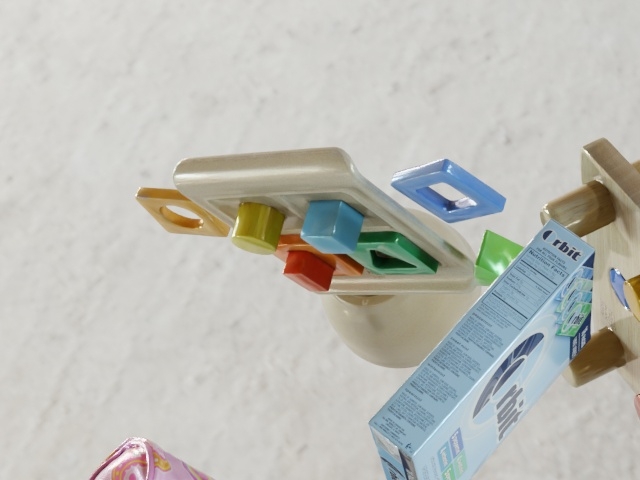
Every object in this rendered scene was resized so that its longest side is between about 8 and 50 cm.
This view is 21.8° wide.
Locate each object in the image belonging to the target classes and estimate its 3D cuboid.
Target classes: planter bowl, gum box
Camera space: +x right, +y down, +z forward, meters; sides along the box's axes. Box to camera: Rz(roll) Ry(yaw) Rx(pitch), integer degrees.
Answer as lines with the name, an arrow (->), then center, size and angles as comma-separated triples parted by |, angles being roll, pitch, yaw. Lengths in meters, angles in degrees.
planter bowl -> 0.066, 0.035, 1.630 | 0.162, 0.109, 0.162 | -7, 70, 20
gum box -> 0.113, 0.092, 1.123 | 0.041, 0.157, 0.184 | 38, 75, 22

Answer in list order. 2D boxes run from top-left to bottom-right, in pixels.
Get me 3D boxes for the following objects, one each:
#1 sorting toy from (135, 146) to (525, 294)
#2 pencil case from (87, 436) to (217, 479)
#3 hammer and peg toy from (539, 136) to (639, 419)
sorting toy -> 0.000, 0.000, 1.293 | 0.348, 0.196, 0.047 | -2, 60, 40
pencil case -> -0.090, 0.291, 1.496 | 0.124, 0.284, 0.124 | -35, 33, 26
hammer and peg toy -> 0.288, 0.113, 1.345 | 0.127, 0.361, 0.266 | -25, 48, -10
